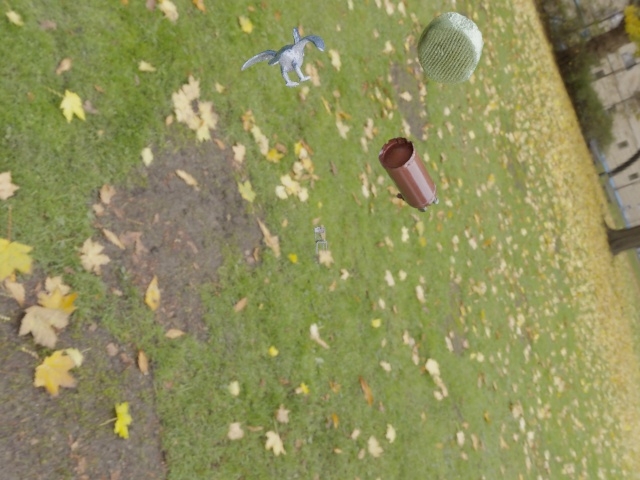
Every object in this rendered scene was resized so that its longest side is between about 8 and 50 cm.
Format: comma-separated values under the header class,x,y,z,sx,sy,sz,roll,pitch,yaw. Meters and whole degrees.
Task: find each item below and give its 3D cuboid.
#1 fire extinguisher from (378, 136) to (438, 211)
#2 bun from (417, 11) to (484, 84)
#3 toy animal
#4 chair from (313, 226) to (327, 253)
class,x,y,z,sx,sy,sz,roll,pitch,yaw
fire extinguisher,0.261,-0.177,1.697,0.107,0.147,0.337,-64,146,-14
bun,0.402,-0.594,1.752,0.221,0.221,0.108,55,51,-24
toy animal,-0.093,-0.510,1.557,0.255,0.238,0.177,-23,97,-70
chair,0.000,-0.001,1.745,0.042,0.037,0.086,164,-75,-76
